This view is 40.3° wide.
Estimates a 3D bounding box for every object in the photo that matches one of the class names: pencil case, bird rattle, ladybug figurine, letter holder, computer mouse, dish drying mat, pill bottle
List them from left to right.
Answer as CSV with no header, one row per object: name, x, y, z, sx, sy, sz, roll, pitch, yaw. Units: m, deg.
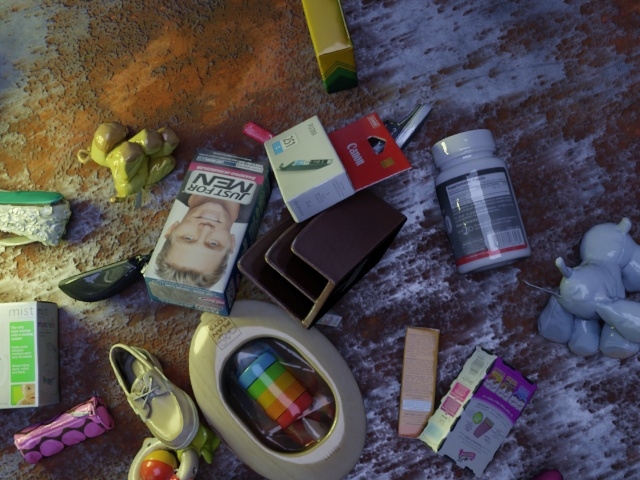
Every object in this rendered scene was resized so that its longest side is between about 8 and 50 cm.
pencil case,-0.562,0.412,1.904,0.209,0.098,0.095,-27,81,1
computer mouse,-0.444,0.083,1.918,0.272,0.188,0.072,-17,95,11
bird rattle,-0.312,0.494,1.842,0.207,0.143,0.253,-9,55,28
dish drying mat,-0.136,-0.242,2.003,0.083,0.008,0.032,30,87,8
ladybug figurine,-0.090,0.315,1.846,0.305,0.162,0.449,-40,81,-2
letter holder,0.000,0.000,1.807,0.214,0.152,0.302,39,42,10
pill bottle,0.336,-0.081,1.868,0.161,0.161,0.283,-14,81,2

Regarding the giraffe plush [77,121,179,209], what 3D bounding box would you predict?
giraffe plush,-0.442,-0.198,1.963,0.170,0.181,0.210,42,122,18

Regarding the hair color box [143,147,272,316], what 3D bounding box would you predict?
hair color box,-0.231,-0.024,1.861,0.174,0.105,0.347,11,57,8

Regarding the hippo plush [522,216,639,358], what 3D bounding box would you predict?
hippo plush,0.572,0.087,1.834,0.294,0.234,0.236,35,55,-6

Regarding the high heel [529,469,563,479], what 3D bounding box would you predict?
high heel,0.321,0.575,1.792,0.181,0.127,0.377,42,91,-2

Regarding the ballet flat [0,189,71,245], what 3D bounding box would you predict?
ballet flat,-0.766,-0.055,1.972,0.409,0.147,0.147,8,83,6

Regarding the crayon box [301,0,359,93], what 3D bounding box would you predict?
crayon box,0.015,-0.459,1.863,0.081,0.318,0.202,-15,81,2

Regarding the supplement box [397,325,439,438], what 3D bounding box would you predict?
supplement box,0.210,0.302,1.868,0.080,0.078,0.233,3,83,5

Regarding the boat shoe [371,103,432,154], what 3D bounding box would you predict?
boat shoe,0.153,-0.227,1.948,0.076,0.080,0.228,41,95,7

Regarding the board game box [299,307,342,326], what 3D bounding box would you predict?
board game box,-0.036,0.138,1.855,0.103,0.154,0.026,37,102,35

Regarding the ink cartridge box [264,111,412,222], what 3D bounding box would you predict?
ink cartridge box,0.027,-0.184,1.851,0.261,0.296,0.066,-27,123,3

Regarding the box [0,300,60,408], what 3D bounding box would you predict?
box,-0.722,0.254,1.925,0.262,0.127,0.231,-3,84,5

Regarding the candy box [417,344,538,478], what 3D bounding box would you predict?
candy box,0.328,0.356,1.815,0.159,0.071,0.233,37,84,-33

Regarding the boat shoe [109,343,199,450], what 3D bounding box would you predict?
boat shoe,-0.356,0.321,1.825,0.109,0.098,0.302,-48,46,2
